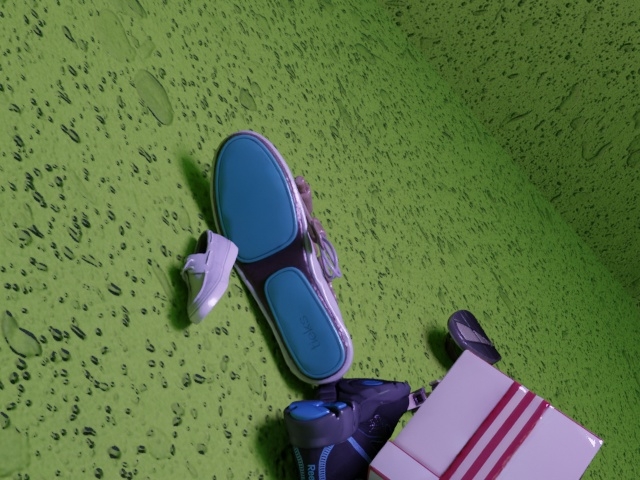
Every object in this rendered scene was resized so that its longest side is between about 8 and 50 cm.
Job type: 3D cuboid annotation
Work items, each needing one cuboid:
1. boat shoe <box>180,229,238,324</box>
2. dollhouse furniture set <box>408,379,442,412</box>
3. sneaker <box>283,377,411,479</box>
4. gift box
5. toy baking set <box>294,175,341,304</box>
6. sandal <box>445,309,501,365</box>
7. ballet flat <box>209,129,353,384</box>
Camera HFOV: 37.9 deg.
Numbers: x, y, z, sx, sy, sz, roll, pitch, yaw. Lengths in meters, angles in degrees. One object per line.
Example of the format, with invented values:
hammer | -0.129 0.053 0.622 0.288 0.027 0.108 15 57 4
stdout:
boat shoe | -0.159 0.043 1.270 0.063 0.066 0.184 36 33 -14
dollhouse furniture set | 0.176 0.309 1.593 0.081 0.091 0.114 -5 69 -46
sneaker | 0.040 0.280 1.353 0.341 0.125 0.140 -6 93 -64
gift box | 0.209 0.357 1.272 0.255 0.258 0.276 32 -30 24
toy baking set | -0.002 -0.005 1.494 0.256 0.030 0.197 82 -13 -64
sandal | 0.309 0.224 1.928 0.120 0.086 0.303 63 10 21
ballet flat | -0.060 0.030 1.420 0.139 0.139 0.400 -11 77 -64
